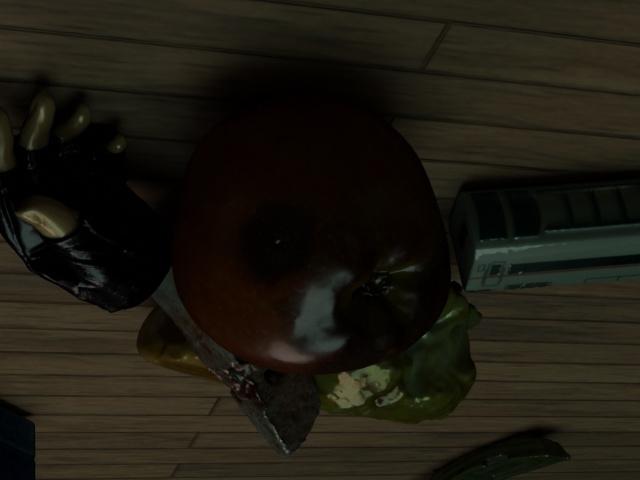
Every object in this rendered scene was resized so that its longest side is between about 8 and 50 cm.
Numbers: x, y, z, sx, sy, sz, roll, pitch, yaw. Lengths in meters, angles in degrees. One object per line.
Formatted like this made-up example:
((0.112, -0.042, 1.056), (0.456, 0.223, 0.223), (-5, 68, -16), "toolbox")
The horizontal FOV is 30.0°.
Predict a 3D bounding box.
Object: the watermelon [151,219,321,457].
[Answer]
((-0.083, 0.091, 1.112), (0.094, 0.241, 0.154), (-40, -168, -36), "watermelon")

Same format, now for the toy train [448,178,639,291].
((0.336, -0.019, 1.170), (0.407, 0.086, 0.088), (-4, 145, -7), "toy train")

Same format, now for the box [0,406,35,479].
((-0.523, 0.253, 1.408), (0.261, 0.116, 0.279), (-18, 149, 16), "box")

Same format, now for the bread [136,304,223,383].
((-0.100, 0.105, 1.272), (0.134, 0.085, 0.173), (-4, 160, 40), "bread")

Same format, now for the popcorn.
((0.053, 0.093, 1.194), (0.204, 0.184, 0.221), (18, 168, 43), "popcorn")

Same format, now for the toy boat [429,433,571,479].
((0.254, 0.361, 1.858), (0.093, 0.055, 0.293), (17, 142, -38), "toy boat")

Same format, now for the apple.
((0.000, 0.000, 0.955), (0.230, 0.230, 0.230), (-6, 151, -3), "apple")

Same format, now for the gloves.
((-0.203, -0.034, 0.968), (0.124, 0.164, 0.203), (-34, 119, 15), "gloves")
